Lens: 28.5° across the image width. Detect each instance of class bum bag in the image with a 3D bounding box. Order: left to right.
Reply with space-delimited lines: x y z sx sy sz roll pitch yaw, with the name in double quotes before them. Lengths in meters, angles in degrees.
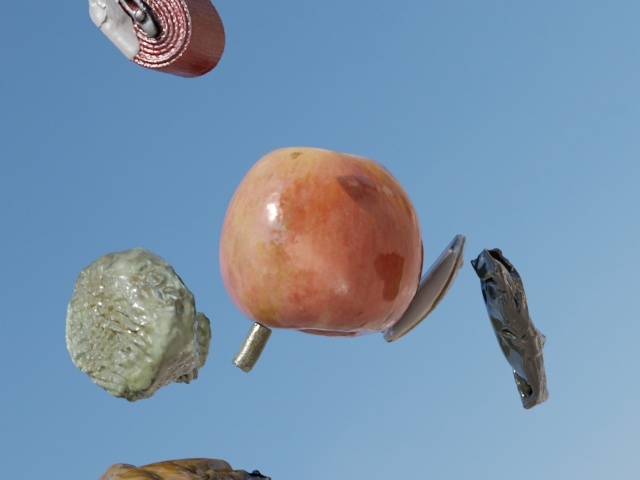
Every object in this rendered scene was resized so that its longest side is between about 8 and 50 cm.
"bum bag" 0.324 0.138 2.091 0.080 0.142 0.326 -18 -63 9

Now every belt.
"belt" -0.236 -0.319 1.779 0.128 0.201 0.124 -49 -18 16

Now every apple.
"apple" 0.000 0.000 2.187 0.364 0.364 0.364 -31 -30 -21

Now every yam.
"yam" -0.126 0.197 2.333 0.094 0.043 0.043 -62 -28 -6

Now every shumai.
"shumai" -0.234 0.119 1.879 0.222 0.225 0.261 -5 -10 -37

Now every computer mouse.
"computer mouse" 0.201 0.095 2.339 0.245 0.056 0.126 -54 0 15

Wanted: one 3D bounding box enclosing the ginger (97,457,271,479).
"ginger" -0.181 0.356 1.461 0.269 0.223 0.200 -108 31 -86
